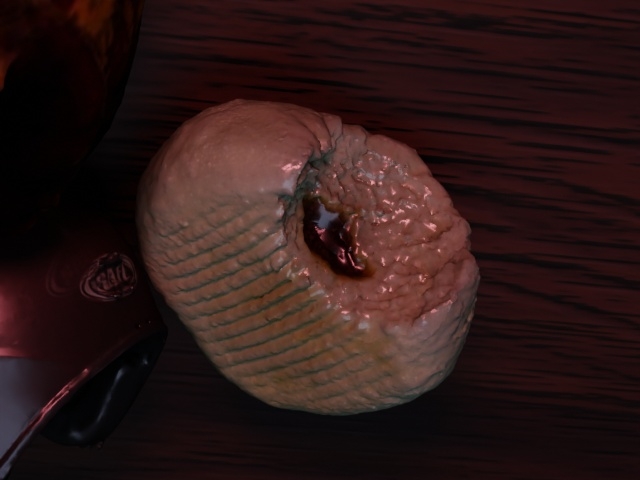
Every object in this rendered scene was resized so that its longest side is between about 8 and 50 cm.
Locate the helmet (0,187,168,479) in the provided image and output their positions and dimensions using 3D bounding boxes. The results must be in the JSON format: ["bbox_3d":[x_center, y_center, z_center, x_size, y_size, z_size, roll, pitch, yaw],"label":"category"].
[{"bbox_3d":[-0.196,0.054,1.043,0.216,0.189,0.193,-8,99,23],"label":"helmet"}]

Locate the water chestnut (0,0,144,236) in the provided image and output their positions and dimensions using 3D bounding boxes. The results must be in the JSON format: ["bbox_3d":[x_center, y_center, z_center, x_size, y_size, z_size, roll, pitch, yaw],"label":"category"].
[{"bbox_3d":[-0.236,-0.098,0.836,0.350,0.302,0.350,-12,148,-8],"label":"water chestnut"}]

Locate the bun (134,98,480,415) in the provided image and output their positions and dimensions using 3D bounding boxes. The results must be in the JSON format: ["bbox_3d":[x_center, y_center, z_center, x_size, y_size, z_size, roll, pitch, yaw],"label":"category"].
[{"bbox_3d":[0.000,0.000,1.067,0.204,0.126,0.212,-2,129,30],"label":"bun"}]
